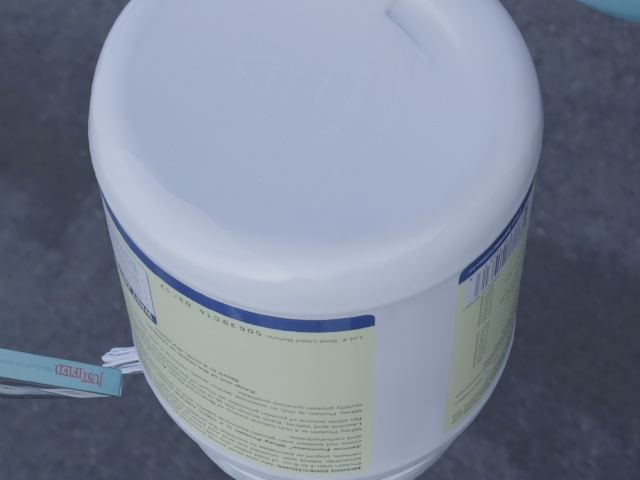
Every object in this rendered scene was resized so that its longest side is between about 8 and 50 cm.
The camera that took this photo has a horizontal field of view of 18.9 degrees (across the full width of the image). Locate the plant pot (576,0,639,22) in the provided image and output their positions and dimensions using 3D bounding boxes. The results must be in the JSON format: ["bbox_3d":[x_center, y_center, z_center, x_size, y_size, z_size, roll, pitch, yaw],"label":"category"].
[{"bbox_3d":[0.175,-0.207,0.682,0.247,0.247,0.252,-27,6,-37],"label":"plant pot"}]

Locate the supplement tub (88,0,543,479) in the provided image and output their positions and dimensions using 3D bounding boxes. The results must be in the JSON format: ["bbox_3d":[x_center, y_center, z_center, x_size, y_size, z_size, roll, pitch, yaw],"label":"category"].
[{"bbox_3d":[0.000,0.000,1.102,0.235,0.325,0.235,0,60,1],"label":"supplement tub"}]

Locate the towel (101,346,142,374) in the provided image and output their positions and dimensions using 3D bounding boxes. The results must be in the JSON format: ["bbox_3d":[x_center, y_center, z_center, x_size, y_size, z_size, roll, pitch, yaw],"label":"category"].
[{"bbox_3d":[-0.093,0.125,2.289,0.209,0.285,0.034,-12,84,42],"label":"towel"}]

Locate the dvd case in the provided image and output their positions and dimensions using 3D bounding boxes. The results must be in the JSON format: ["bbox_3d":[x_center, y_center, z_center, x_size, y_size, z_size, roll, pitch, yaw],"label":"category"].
[{"bbox_3d":[-0.147,0.049,0.723,0.119,0.087,0.013,-2,79,36],"label":"dvd case"}]
